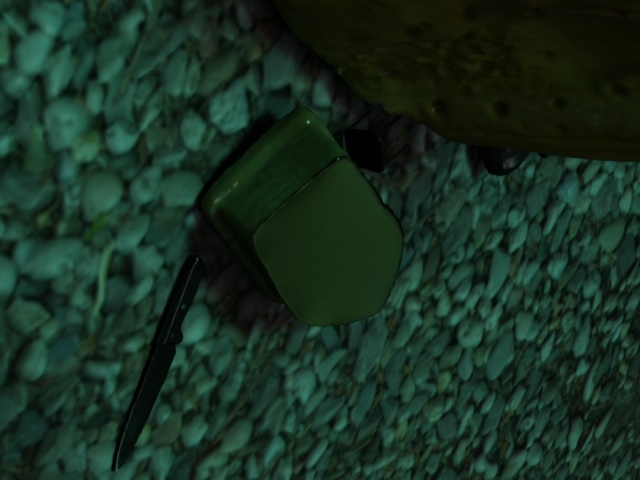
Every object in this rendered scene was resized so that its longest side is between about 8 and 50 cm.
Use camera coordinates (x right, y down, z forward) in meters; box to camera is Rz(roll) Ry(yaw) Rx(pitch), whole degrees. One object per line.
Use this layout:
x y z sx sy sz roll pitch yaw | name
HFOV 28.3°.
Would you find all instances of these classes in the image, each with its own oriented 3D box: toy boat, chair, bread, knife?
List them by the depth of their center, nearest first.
0.193 -0.217 0.844 0.361 0.394 0.250 35 65 -50 | bread
-0.117 0.090 0.917 0.023 0.010 0.170 17 97 -47 | knife
0.000 0.000 0.947 0.116 0.061 0.188 -43 140 -6 | toy boat
0.029 -0.069 0.983 0.086 0.042 0.037 -38 131 -33 | chair

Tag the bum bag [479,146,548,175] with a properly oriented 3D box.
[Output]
0.229 -0.161 1.164 0.248 0.060 0.123 -36 133 -32 | bum bag
